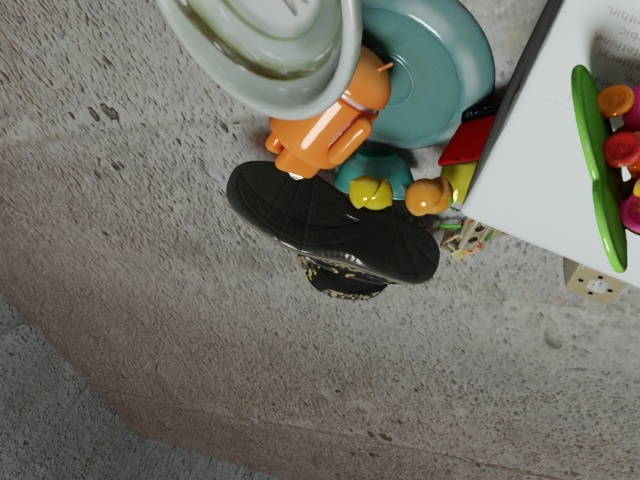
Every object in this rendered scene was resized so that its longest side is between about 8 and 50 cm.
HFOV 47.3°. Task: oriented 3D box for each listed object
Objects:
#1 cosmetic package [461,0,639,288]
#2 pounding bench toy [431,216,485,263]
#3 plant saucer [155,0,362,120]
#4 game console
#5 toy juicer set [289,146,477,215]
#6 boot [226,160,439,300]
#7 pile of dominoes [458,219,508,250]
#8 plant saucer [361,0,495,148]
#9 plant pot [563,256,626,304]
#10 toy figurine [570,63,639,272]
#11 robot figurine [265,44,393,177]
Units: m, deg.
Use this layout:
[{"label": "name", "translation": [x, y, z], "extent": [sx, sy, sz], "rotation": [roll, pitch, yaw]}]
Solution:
[{"label": "cosmetic package", "translation": [0.380, -0.187, 0.699], "extent": [0.327, 0.329, 0.394], "rotation": [23, 145, 7]}, {"label": "pounding bench toy", "translation": [0.242, -0.012, 1.274], "extent": [0.083, 0.052, 0.065], "rotation": [37, 145, -13]}, {"label": "plant saucer", "translation": [-0.080, -0.346, 0.897], "extent": [0.400, 0.100, 0.400], "rotation": [35, 149, 25]}, {"label": "game console", "translation": [0.249, -0.141, 0.995], "extent": [0.124, 0.085, 0.144], "rotation": [4, 180, -24]}, {"label": "toy juicer set", "translation": [0.072, -0.088, 1.154], "extent": [0.329, 0.209, 0.089], "rotation": [13, 117, 22]}, {"label": "boot", "translation": [0.000, 0.000, 1.324], "extent": [0.377, 0.138, 0.284], "rotation": [20, 164, -6]}, {"label": "pile of dominoes", "translation": [0.308, -0.078, 0.971], "extent": [0.040, 0.251, 0.196], "rotation": [54, 153, 37]}, {"label": "plant saucer", "translation": [0.096, -0.248, 1.079], "extent": [0.317, 0.044, 0.317], "rotation": [18, 145, 13]}, {"label": "plant pot", "translation": [0.443, 0.035, 1.155], "extent": [0.109, 0.096, 0.109], "rotation": [21, 146, 12]}, {"label": "toy figurine", "translation": [0.275, -0.070, 0.510], "extent": [0.159, 0.173, 0.130], "rotation": [-14, 140, 30]}, {"label": "robot figurine", "translation": [0.012, -0.191, 1.030], "extent": [0.128, 0.158, 0.219], "rotation": [36, 117, -9]}]
